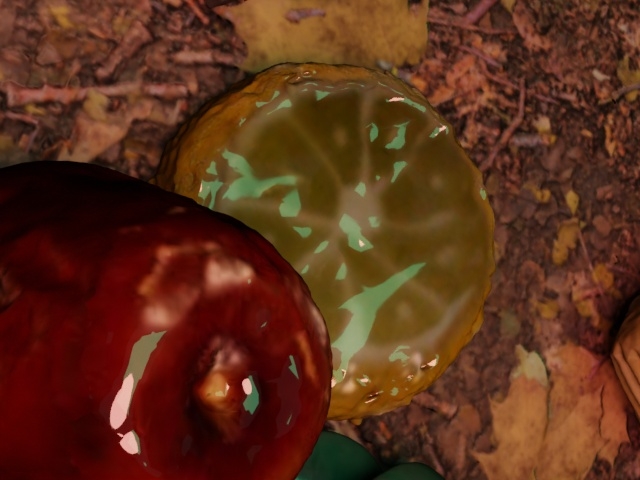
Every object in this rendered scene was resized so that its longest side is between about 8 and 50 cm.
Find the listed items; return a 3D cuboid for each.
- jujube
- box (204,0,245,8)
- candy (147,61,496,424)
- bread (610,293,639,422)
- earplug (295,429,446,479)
[{"bbox_3d":[-0.134,0.064,0.586,0.223,0.318,0.223,1,89,-37],"label":"jujube"},{"bbox_3d":[-0.070,-0.210,0.783,0.060,0.063,0.085,-43,106,-26],"label":"box"},{"bbox_3d":[0.000,0.000,0.783,0.259,0.118,0.260,3,82,-24],"label":"candy"},{"bbox_3d":[0.423,0.048,0.959,0.388,0.236,0.183,-34,87,-18],"label":"bread"},{"bbox_3d":[0.013,0.230,0.744,0.257,0.280,0.164,4,108,-63],"label":"earplug"}]
